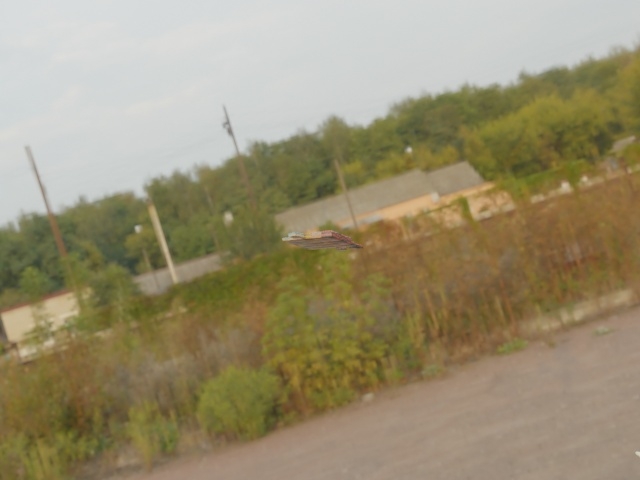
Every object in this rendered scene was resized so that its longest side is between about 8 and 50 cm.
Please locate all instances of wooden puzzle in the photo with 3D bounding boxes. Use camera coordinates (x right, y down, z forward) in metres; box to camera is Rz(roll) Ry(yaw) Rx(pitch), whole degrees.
[{"bbox_3d":[0.000,0.000,0.855,0.049,0.006,0.083,-5,-12,28],"label":"wooden puzzle"}]

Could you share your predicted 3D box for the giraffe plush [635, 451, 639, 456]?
[{"bbox_3d":[0.243,0.258,0.582,0.181,0.171,0.210,8,18,-26],"label":"giraffe plush"}]
